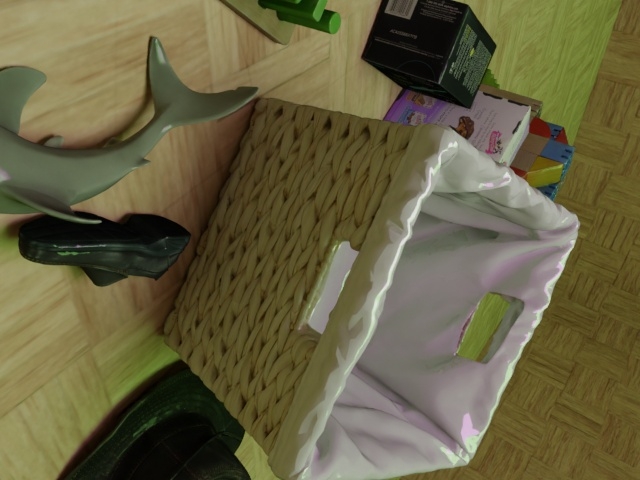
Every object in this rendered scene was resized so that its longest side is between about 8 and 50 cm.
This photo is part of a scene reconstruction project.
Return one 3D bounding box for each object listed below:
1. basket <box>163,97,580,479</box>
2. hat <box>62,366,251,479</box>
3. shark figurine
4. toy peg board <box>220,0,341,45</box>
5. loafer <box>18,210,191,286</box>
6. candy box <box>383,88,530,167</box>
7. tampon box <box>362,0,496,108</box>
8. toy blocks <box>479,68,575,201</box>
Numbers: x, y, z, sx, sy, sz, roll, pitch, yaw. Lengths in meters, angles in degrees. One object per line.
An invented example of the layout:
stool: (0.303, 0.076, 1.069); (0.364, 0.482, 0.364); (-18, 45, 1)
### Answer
basket: (0.061, 0.051, 0.656); (0.331, 0.266, 0.328); (19, 96, -45)
hat: (-0.161, 0.325, 0.713); (0.331, 0.134, 0.331); (-39, 144, -37)
shark figurine: (-0.168, -0.053, 0.405); (0.278, 0.116, 0.166); (-18, 130, -54)
toy peg board: (-0.020, -0.273, 0.520); (0.161, 0.079, 0.161); (11, 104, -64)
loafer: (-0.181, 0.014, 0.499); (0.170, 0.062, 0.061); (3, 115, -61)
candy box: (0.195, -0.153, 0.894); (0.165, 0.196, 0.070); (-57, 153, -14)
tampon box: (0.155, -0.263, 0.809); (0.161, 0.120, 0.102); (1, 113, -62)
toy blocks: (0.352, -0.149, 1.120); (0.381, 0.260, 0.191); (-51, 151, -26)
